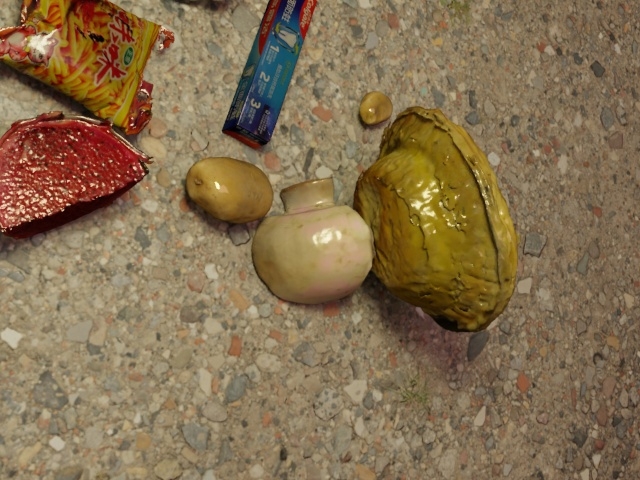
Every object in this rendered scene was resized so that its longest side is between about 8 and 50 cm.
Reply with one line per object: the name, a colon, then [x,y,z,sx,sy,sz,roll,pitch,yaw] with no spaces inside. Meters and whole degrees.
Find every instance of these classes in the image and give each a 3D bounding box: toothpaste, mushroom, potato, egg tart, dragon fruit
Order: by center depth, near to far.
dragon fruit: [-0.416,-0.112,1.302,0.274,0.126,0.161,-27,91,-33]
potato: [-0.158,-0.089,1.478,0.178,0.118,0.109,8,116,-47]
egg tart: [0.185,-0.026,1.526,0.178,0.443,0.443,-16,94,-18]
mushroom: [-0.015,0.005,1.532,0.173,0.162,0.236,-10,89,-36]
toothpaste: [-0.094,-0.335,1.574,0.076,0.066,0.320,27,69,-29]
potato: [0.112,-0.271,1.710,0.068,0.062,0.083,38,31,4]

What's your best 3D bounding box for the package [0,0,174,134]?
package: [-0.386,-0.323,1.353,0.288,0.108,0.223,32,62,-36]
